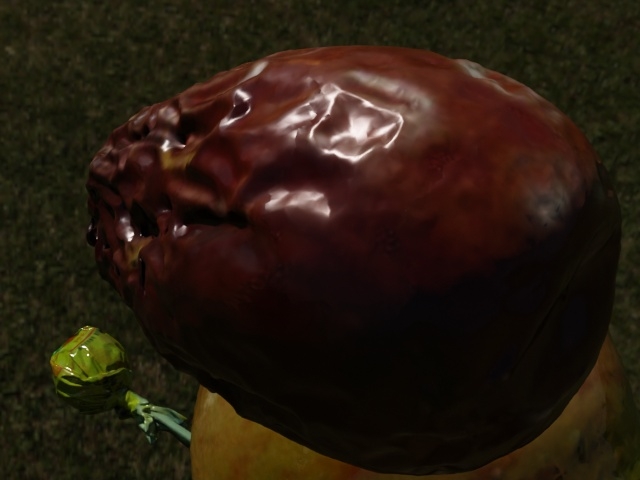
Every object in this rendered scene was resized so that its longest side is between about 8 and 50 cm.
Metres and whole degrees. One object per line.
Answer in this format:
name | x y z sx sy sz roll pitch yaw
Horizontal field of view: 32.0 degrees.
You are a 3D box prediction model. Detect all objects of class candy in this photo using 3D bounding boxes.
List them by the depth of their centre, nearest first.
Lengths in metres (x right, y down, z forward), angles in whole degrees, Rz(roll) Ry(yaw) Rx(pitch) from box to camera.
candy | -0.149 0.173 1.054 0.262 0.073 0.077 31 35 19

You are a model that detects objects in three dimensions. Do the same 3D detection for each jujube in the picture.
jujube | 0.000 0.000 0.450 0.236 0.168 0.168 14 41 39

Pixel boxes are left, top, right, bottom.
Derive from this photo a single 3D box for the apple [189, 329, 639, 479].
apple | 0.073 0.167 0.845 0.333 0.400 0.400 -22 53 2
